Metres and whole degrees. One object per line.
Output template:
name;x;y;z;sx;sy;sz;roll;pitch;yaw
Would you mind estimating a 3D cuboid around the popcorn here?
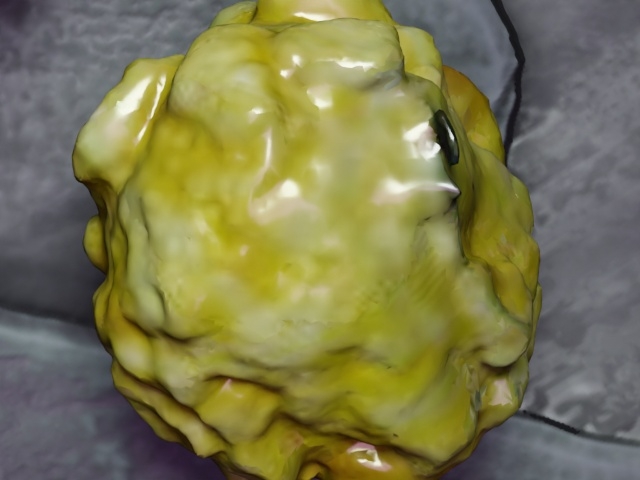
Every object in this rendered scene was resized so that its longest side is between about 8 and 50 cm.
popcorn;0.000;0.000;0.917;0.252;0.215;0.286;-58;140;-25
